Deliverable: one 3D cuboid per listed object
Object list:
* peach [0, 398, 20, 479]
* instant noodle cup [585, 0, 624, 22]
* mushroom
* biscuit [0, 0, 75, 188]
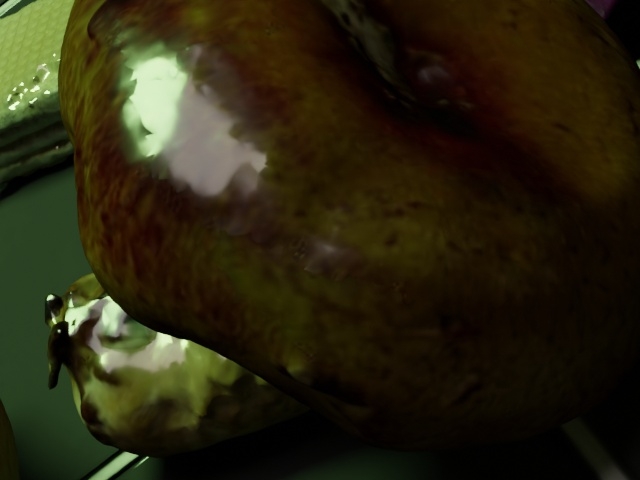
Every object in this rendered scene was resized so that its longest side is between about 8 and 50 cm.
[{"bbox_3d":[-0.235,0.108,0.702,0.232,0.232,0.257,-21,32,24],"label":"peach"},{"bbox_3d":[0.112,-0.246,0.777,0.190,0.251,0.251,-41,35,-19],"label":"instant noodle cup"},{"bbox_3d":[0.013,-0.033,0.672,0.267,0.267,0.254,-54,5,-20],"label":"mushroom"},{"bbox_3d":[-0.110,-0.114,0.964,0.239,0.062,0.108,-21,39,24],"label":"biscuit"}]
